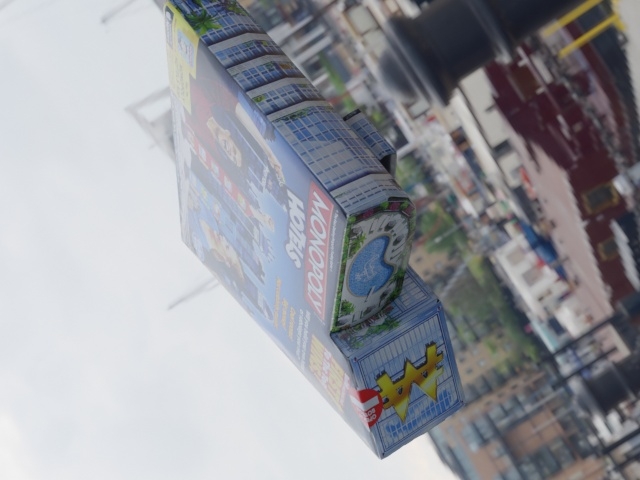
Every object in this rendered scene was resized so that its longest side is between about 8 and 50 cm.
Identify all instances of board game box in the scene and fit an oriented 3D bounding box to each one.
[{"bbox_3d":[0.000,0.000,0.521,0.194,0.060,0.194,50,156,25],"label":"board game box"}]
